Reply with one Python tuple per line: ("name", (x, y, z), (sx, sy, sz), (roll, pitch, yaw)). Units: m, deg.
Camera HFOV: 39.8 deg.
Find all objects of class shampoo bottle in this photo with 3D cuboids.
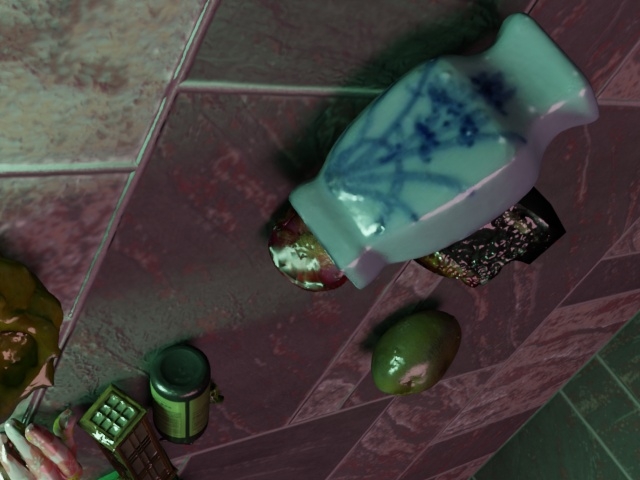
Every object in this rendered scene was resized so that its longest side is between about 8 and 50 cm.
("shampoo bottle", (-0.246, 0.292, 1.558), (0.101, 0.101, 0.284), (-22, 149, -23))

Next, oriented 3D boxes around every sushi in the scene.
("sushi", (0.226, -0.045, 1.428), (0.212, 0.215, 0.227), (-47, 150, 21))

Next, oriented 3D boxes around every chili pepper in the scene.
("chili pepper", (-0.206, 0.295, 1.683), (0.034, 0.030, 0.091), (-53, 160, -20))

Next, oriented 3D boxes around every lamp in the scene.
("lamp", (-0.335, 0.370, 1.567), (0.089, 0.090, 0.325), (-50, 158, -26))

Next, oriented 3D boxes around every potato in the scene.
("potato", (0.210, 0.241, 1.924), (0.235, 0.160, 0.178), (-31, 178, -28))

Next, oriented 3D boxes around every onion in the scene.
("onion", (0.000, 0.000, 1.375), (0.150, 0.150, 0.140), (-43, 180, 14))

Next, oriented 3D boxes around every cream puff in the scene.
("cream puff", (-0.429, 0.137, 1.039), (0.282, 0.185, 0.282), (-26, 154, -14))

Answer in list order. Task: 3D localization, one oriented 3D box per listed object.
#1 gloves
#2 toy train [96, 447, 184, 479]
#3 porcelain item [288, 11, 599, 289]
("gloves", (-0.452, 0.371, 1.444), (0.145, 0.126, 0.241), (-19, 154, -23))
("toy train", (-0.403, 0.549, 1.768), (0.301, 0.120, 0.202), (-24, 147, -19))
("porcelain item", (0.161, -0.121, 1.213), (0.405, 0.242, 0.178), (-37, 165, 3))
